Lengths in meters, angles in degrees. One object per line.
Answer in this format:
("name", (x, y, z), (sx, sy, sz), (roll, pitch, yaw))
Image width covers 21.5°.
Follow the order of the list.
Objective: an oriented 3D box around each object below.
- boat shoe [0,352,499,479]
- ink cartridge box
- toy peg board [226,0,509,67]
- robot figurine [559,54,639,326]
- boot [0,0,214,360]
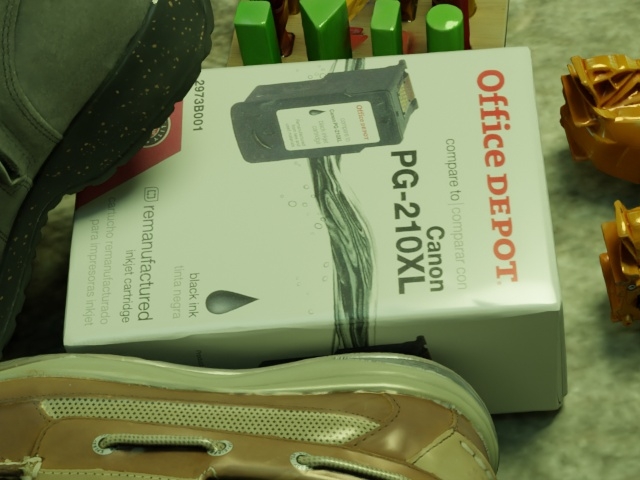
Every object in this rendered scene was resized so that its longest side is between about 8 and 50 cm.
("boat shoe", (-0.078, 0.123, 0.747), (0.324, 0.123, 0.116), (-9, 29, 1))
("ink cartridge box", (0.000, 0.000, 0.859), (0.237, 0.100, 0.172), (-4, 54, 4))
("toy peg board", (0.027, -0.141, 0.975), (0.161, 0.079, 0.160), (3, 54, 8))
("robot figurine", (0.281, -0.046, 0.871), (0.291, 0.085, 0.211), (-9, 54, 0))
("boot", (-0.226, -0.041, 0.771), (0.338, 0.223, 0.118), (-56, 43, 8))
